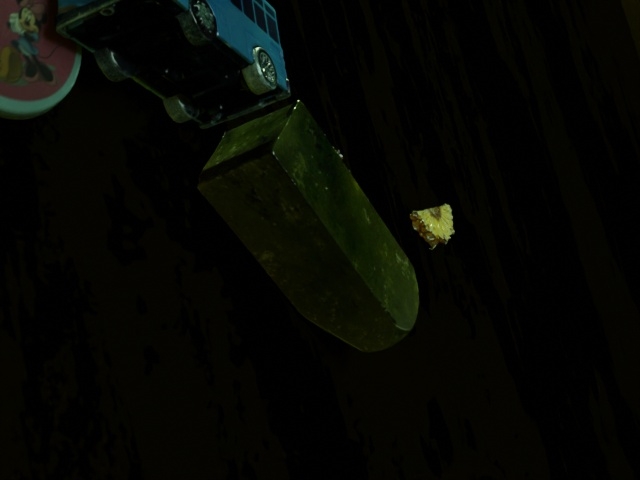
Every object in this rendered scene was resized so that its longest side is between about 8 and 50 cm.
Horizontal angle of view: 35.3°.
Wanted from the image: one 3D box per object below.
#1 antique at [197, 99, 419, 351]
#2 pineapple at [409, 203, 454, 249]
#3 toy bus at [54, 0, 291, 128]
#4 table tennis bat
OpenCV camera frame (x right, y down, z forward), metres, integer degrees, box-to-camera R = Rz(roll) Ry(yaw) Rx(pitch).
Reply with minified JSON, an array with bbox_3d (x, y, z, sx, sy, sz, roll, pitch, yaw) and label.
[{"bbox_3d":[0.000,0.000,0.837,0.221,0.080,0.081,55,35,-26],"label":"antique"},{"bbox_3d":[0.125,-0.015,1.098,0.083,0.019,0.045,-16,81,-58],"label":"pineapple"},{"bbox_3d":[-0.105,-0.161,0.730,0.185,0.090,0.106,31,47,-60],"label":"toy bus"},{"bbox_3d":[-0.221,-0.195,0.645,0.153,0.040,0.244,-3,79,-62],"label":"table tennis bat"}]
